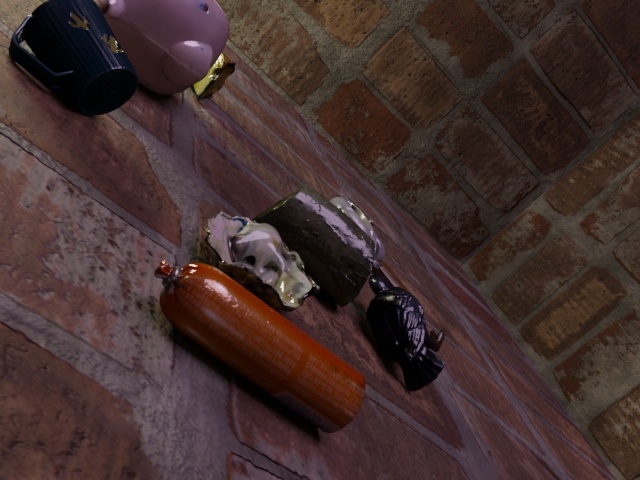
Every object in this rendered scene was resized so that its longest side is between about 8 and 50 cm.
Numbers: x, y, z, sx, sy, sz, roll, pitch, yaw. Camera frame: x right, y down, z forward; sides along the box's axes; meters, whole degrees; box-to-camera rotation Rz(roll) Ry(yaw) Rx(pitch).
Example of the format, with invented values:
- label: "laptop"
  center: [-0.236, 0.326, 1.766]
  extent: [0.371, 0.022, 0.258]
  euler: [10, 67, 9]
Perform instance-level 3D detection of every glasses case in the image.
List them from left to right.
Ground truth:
- label: "glasses case"
  center: [0.184, 0.096, 1.914]
  extent: [0.170, 0.041, 0.064]
  euler: [53, 15, 24]

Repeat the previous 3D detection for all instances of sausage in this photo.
- label: "sausage"
  center: [-0.080, 0.125, 0.835]
  extent: [0.312, 0.093, 0.093]
  euler: [40, 14, -24]

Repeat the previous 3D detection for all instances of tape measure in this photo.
- label: "tape measure"
  center: [0.080, -0.023, 1.754]
  extent: [0.197, 0.120, 0.236]
  euler: [48, 6, -19]

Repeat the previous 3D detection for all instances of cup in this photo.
- label: "cup"
  center: [-0.392, -0.288, 1.070]
  extent: [0.176, 0.131, 0.155]
  euler: [-24, 72, -46]

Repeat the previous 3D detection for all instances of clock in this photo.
- label: "clock"
  center: [-0.381, -0.510, 1.460]
  extent: [0.368, 0.250, 0.376]
  euler: [51, 13, 21]

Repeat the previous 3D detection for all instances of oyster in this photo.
- label: "oyster"
  center: [-0.104, 0.034, 1.066]
  extent: [0.223, 0.083, 0.214]
  euler: [32, 15, -33]

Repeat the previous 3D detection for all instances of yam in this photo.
- label: "yam"
  center: [0.000, 0.000, 1.345]
  extent: [0.254, 0.154, 0.154]
  euler: [43, 13, -7]

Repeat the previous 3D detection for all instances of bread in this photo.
- label: "bread"
  center: [-0.292, -0.446, 1.835]
  extent: [0.169, 0.140, 0.160]
  euler: [34, 12, -46]

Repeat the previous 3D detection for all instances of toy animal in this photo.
- label: "toy animal"
  center: [0.176, 0.186, 1.425]
  extent: [0.185, 0.122, 0.298]
  euler: [52, 16, -24]
